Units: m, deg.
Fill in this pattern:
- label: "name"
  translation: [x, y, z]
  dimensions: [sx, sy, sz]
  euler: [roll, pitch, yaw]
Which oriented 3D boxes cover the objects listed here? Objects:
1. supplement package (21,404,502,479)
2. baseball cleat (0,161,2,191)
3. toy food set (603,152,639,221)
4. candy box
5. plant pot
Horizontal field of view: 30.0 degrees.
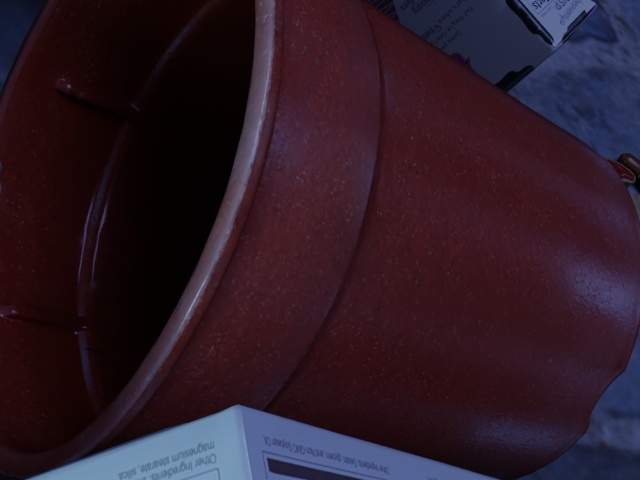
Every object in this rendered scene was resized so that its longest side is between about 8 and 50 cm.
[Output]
- label: "supplement package"
  translation: [-0.030, 0.174, 0.424]
  dimensions: [0.262, 0.204, 0.145]
  euler: [30, 43, -55]
- label: "baseball cleat"
  translation: [-0.250, -0.065, 0.565]
  dimensions: [0.206, 0.072, 0.109]
  euler: [40, 73, 12]
- label: "toy food set"
  translation: [0.258, -0.038, 0.936]
  dimensions: [0.122, 0.019, 0.078]
  euler: [8, 59, -22]
- label: "candy box"
  translation: [0.039, -0.180, 0.773]
  dimensions: [0.233, 0.159, 0.071]
  euler: [48, 49, -2]
- label: "plant pot"
  translation: [0.000, 0.000, 0.588]
  dimensions: [0.265, 0.272, 0.272]
  euler: [18, 55, -35]
